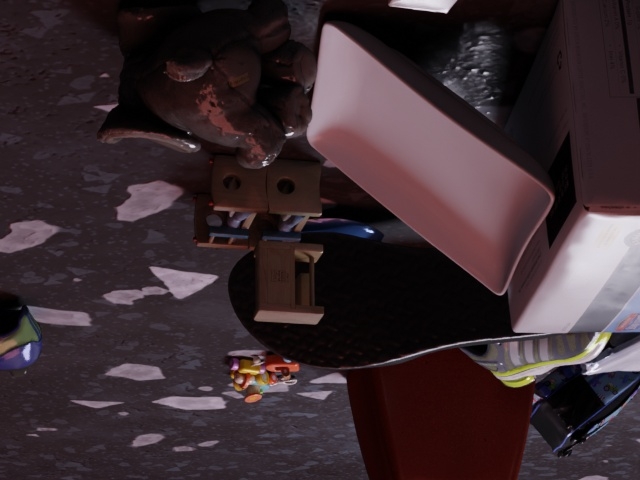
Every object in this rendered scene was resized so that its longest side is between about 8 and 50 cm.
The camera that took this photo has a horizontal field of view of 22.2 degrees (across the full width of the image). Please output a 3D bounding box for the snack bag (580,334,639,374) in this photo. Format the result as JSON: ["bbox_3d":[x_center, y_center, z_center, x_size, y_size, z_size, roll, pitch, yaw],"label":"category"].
[{"bbox_3d":[0.590,0.134,2.300,0.342,0.037,0.323,3,156,-36],"label":"snack bag"}]

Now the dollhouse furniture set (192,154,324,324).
[{"bbox_3d":[-0.074,0.014,1.860,0.129,0.184,0.129,4,158,-13],"label":"dollhouse furniture set"}]

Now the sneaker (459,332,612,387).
[{"bbox_3d":[0.299,0.119,2.258,0.121,0.111,0.300,21,145,-24],"label":"sneaker"}]

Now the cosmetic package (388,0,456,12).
[{"bbox_3d":[0.118,-0.276,1.257,0.060,0.099,0.239,7,158,-18],"label":"cosmetic package"}]

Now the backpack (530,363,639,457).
[{"bbox_3d":[0.411,0.237,2.526,0.173,0.117,0.158,-37,167,-12],"label":"backpack"}]

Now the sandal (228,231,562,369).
[{"bbox_3d":[0.111,0.076,1.995,0.445,0.168,0.107,-1,170,-1],"label":"sandal"}]

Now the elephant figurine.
[{"bbox_3d":[-0.137,-0.142,1.533,0.239,0.169,0.186,2,135,38],"label":"elephant figurine"}]

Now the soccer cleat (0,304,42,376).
[{"bbox_3d":[-0.533,0.124,2.283,0.289,0.093,0.121,2,128,4],"label":"soccer cleat"}]

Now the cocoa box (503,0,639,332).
[{"bbox_3d":[0.323,-0.065,1.616,0.227,0.231,0.347,0,158,-5],"label":"cocoa box"}]

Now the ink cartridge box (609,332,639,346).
[{"bbox_3d":[0.544,0.102,2.292,0.232,0.066,0.189,5,158,-6],"label":"ink cartridge box"}]

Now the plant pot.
[{"bbox_3d":[0.186,0.287,2.493,0.267,0.236,0.267,1,159,-5],"label":"plant pot"}]

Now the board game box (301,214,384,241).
[{"bbox_3d":[0.000,0.000,2.037,0.133,0.033,0.169,6,150,-14],"label":"board game box"}]

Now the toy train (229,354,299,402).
[{"bbox_3d":[-0.081,0.218,2.559,0.125,0.046,0.166,0,158,-2],"label":"toy train"}]

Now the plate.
[{"bbox_3d":[0.109,-0.087,1.636,0.278,0.045,0.277,39,161,11],"label":"plate"}]
